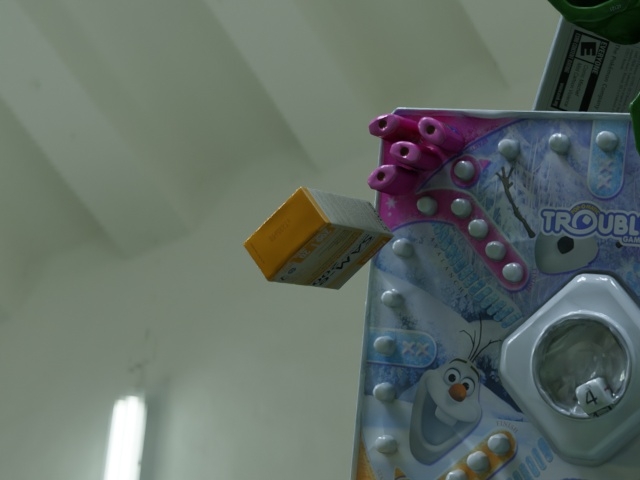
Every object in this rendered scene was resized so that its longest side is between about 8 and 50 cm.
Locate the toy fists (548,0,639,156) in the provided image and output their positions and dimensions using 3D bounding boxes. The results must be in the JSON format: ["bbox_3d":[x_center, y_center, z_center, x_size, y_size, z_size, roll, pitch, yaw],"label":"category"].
[{"bbox_3d":[0.217,-0.128,1.025,0.096,0.142,0.279,-33,-95,15],"label":"toy fists"}]

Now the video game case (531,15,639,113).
[{"bbox_3d":[0.343,-0.044,1.652,0.300,0.036,0.329,22,-65,17],"label":"video game case"}]

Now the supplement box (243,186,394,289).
[{"bbox_3d":[0.000,0.000,1.137,0.062,0.036,0.098,-45,-24,20],"label":"supplement box"}]

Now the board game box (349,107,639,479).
[{"bbox_3d":[0.197,0.095,1.224,0.390,0.050,0.390,4,-92,29],"label":"board game box"}]
